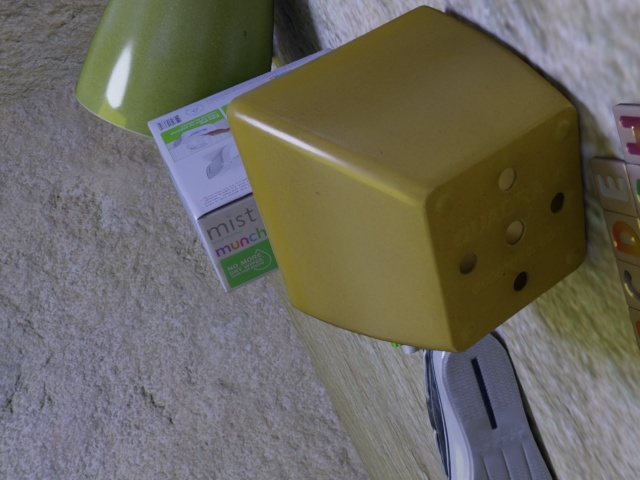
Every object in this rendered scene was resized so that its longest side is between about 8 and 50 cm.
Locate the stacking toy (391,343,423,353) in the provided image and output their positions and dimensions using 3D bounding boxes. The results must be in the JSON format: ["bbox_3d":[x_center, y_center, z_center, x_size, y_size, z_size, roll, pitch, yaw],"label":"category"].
[{"bbox_3d":[0.112,0.070,1.081,0.221,0.052,0.167,102,153,-85],"label":"stacking toy"}]

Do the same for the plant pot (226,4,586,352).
[{"bbox_3d":[0.086,-0.036,0.600,0.187,0.212,0.212,33,148,49],"label":"plant pot"}]

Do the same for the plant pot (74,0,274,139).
[{"bbox_3d":[-0.175,-0.313,1.052,0.275,0.275,0.293,53,130,53],"label":"plant pot"}]

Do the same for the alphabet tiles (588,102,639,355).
[{"bbox_3d":[0.242,0.031,0.457,0.237,0.009,0.198,69,170,-16],"label":"alphabet tiles"}]

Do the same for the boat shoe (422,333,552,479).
[{"bbox_3d":[0.201,0.250,0.916,0.119,0.121,0.335,-128,27,-80],"label":"boat shoe"}]

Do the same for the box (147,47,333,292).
[{"bbox_3d":[-0.046,-0.098,0.924,0.231,0.262,0.127,54,165,46],"label":"box"}]
